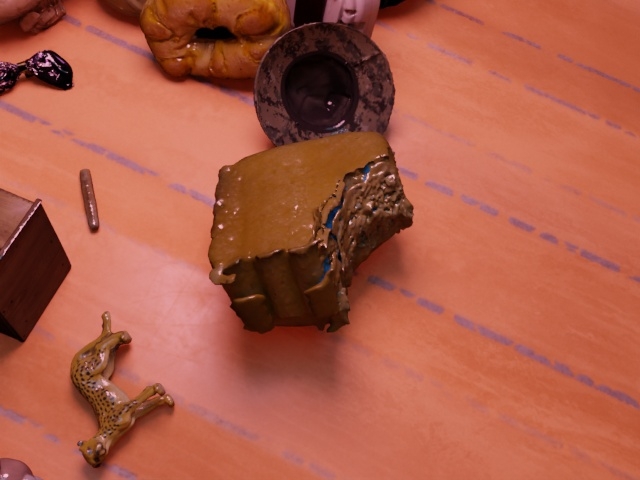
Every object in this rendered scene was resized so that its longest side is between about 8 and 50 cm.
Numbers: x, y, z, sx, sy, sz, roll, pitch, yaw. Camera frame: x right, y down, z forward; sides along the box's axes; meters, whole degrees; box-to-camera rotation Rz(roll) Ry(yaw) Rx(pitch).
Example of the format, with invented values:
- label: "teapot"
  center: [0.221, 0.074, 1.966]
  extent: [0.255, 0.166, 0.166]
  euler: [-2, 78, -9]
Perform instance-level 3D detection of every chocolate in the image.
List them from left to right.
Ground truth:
- label: "chocolate"
  center: [-0.518, -0.298, 1.178]
  extent: [0.147, 0.072, 0.070]
  euler: [-14, 25, -24]

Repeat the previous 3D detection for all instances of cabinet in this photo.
- label: "cabinet"
  center: [-0.479, 0.014, 0.932]
  extent: [0.174, 0.215, 0.148]
  euler: [22, 62, 3]

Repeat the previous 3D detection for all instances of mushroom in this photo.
- label: "mushroom"
  center: [-0.534, -0.468, 1.197]
  extent: [0.226, 0.178, 0.226]
  euler: [-23, 41, 22]

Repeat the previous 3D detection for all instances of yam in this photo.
- label: "yam"
  center: [-0.381, -0.068, 1.098]
  extent: [0.021, 0.021, 0.116]
  euler: [-12, 64, -14]

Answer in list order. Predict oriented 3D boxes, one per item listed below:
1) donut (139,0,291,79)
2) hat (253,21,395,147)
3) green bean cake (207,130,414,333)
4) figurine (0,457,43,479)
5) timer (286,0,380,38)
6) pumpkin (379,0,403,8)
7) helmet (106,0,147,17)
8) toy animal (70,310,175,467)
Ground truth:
- label: "donut"
  center: [-0.182, -0.389, 1.177]
  extent: [0.261, 0.208, 0.128]
  euler: [4, 57, 5]
- label: "hat"
  center: [-0.008, -0.270, 1.191]
  extent: [0.265, 0.266, 0.128]
  euler: [-14, 29, -15]
- label: "green bean cake"
  center: [0.000, 0.000, 0.992]
  extent: [0.285, 0.202, 0.310]
  euler: [-8, 39, 10]
- label: "figurine"
  center: [-0.550, 0.307, 0.789]
  extent: [0.380, 0.248, 0.203]
  euler: [-1, 82, 3]
- label: "timer"
  center: [-0.002, -0.445, 1.211]
  extent: [0.087, 0.262, 0.237]
  euler: [-33, 72, -21]
- label: "pumpkin"
  center: [0.105, -0.622, 1.314]
  extent: [0.295, 0.296, 0.296]
  euler: [4, 63, -7]
- label: "helmet"
  center: [-0.325, -0.495, 1.263]
  extent: [0.204, 0.137, 0.257]
  euler: [17, 26, 41]
- label: "toy animal"
  center: [-0.308, 0.207, 0.945]
  extent: [0.136, 0.073, 0.181]
  euler: [-34, 76, -15]
